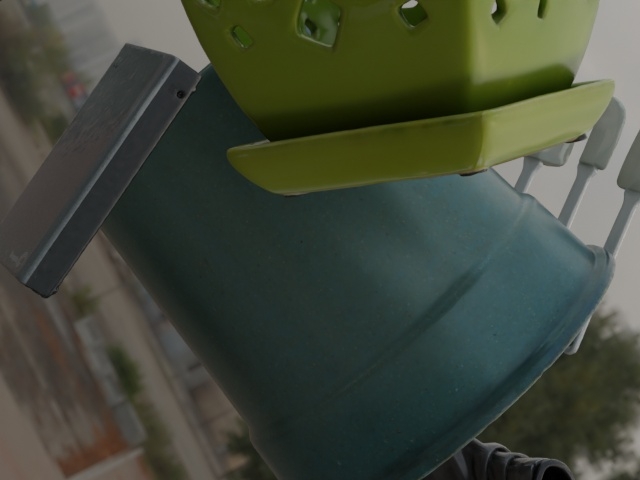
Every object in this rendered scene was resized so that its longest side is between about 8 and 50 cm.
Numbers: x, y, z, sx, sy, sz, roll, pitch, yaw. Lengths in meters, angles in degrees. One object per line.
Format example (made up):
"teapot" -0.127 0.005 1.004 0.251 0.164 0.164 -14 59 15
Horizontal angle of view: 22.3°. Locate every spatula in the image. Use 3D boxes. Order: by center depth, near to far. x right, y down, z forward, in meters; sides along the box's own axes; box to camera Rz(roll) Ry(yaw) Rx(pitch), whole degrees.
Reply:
"spatula" 0.226 -0.025 1.489 0.168 0.242 0.019 21 -5 41

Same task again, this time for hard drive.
"hard drive" -0.119 -0.038 0.835 0.022 0.135 0.094 35 -4 -24

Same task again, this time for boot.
"boot" 0.147 0.206 1.606 0.223 0.118 0.338 7 -41 50

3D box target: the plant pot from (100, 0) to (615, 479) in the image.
"plant pot" 0.000 0.000 1.326 0.334 0.341 0.341 48 -4 -5

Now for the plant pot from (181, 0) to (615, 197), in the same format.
"plant pot" 0.058 -0.148 1.059 0.227 0.228 0.207 -19 100 -55
